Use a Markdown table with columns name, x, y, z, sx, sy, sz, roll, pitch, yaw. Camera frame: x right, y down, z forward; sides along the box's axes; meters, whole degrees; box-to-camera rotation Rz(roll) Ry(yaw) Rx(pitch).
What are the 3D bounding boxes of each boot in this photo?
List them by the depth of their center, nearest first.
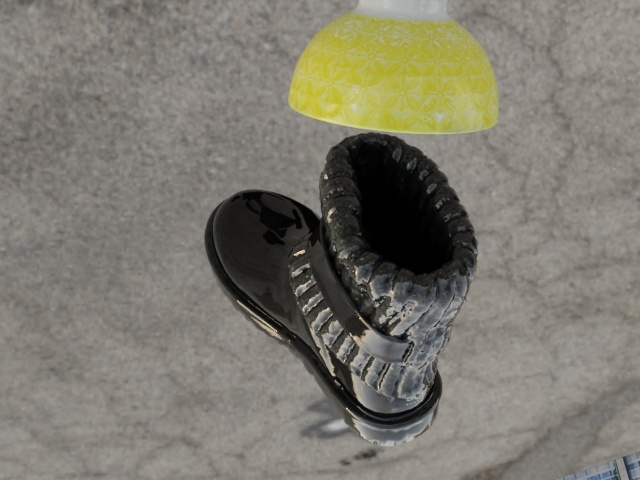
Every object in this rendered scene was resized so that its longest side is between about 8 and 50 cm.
| name | x | y | z | sx | sy | sz | roll | pitch | yaw |
| --- | --- | --- | --- | --- | --- | --- | --- | --- | --- |
| boot | 0.004 | -0.001 | 0.810 | 0.131 | 0.348 | 0.260 | -32 | 145 | -23 |

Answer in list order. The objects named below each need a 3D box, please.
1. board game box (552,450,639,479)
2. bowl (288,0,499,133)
| name | x | y | z | sx | sy | sz | roll | pitch | yaw |
| --- | --- | --- | --- | --- | --- | --- | --- | --- | --- |
| board game box | 0.190 | 0.184 | 0.458 | 0.194 | 0.060 | 0.194 | -29 | 125 | 25 |
| bowl | 0.103 | -0.250 | 1.181 | 0.289 | 0.289 | 0.156 | -2 | 110 | -15 |
